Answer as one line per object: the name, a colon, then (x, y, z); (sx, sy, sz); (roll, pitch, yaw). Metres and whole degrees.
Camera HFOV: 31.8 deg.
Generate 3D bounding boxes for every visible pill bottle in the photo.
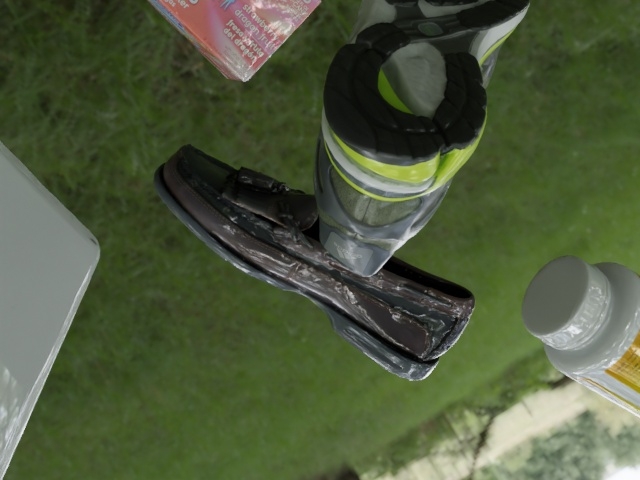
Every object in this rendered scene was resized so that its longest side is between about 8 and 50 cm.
pill bottle: (0.297, 0.097, 1.078); (0.215, 0.117, 0.117); (30, 129, -26)

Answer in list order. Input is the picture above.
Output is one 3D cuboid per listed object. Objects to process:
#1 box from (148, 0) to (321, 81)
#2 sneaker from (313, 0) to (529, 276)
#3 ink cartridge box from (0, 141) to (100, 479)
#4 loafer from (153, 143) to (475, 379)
box: (-0.161, -0.346, 1.367); (0.142, 0.300, 0.154); (-47, -165, -1)
sneaker: (0.053, -0.097, 0.719); (0.300, 0.111, 0.121); (-61, 174, -50)
ink cartridge box: (-0.327, 0.103, 0.480); (0.395, 0.166, 0.285); (-19, -143, 29)
loafer: (0.000, 0.000, 0.985); (0.095, 0.302, 0.109); (-51, -173, 25)
